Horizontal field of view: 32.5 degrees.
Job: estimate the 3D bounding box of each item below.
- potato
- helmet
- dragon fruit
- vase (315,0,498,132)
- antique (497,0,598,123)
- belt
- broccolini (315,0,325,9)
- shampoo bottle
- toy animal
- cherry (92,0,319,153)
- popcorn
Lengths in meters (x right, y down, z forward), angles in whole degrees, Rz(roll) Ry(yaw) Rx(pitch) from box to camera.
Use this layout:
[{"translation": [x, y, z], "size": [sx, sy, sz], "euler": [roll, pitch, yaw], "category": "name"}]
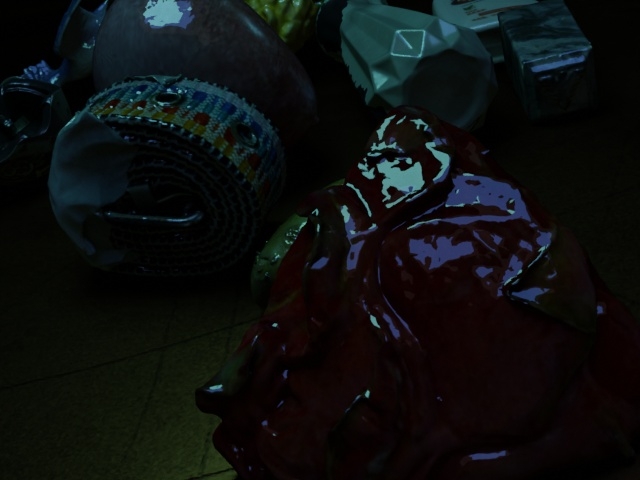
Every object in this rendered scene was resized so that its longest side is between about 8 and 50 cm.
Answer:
[{"translation": [0.000, 0.000, 1.127], "size": [0.085, 0.105, 0.188], "euler": [35, 68, 30], "category": "potato"}, {"translation": [-0.410, -0.135, 1.507], "size": [0.153, 0.107, 0.177], "euler": [23, 67, 41], "category": "helmet"}, {"translation": [0.068, 0.069, 0.868], "size": [0.329, 0.228, 0.286], "euler": [-25, 35, -19], "category": "dragon fruit"}, {"translation": [0.095, -0.235, 1.413], "size": [0.165, 0.165, 0.360], "euler": [-20, 28, -8], "category": "vase"}, {"translation": [0.282, -0.222, 1.360], "size": [0.088, 0.086, 0.183], "euler": [-12, 32, 6], "category": "antique"}, {"translation": [-0.173, -0.072, 1.209], "size": [0.257, 0.207, 0.150], "euler": [4, 34, 15], "category": "belt"}, {"translation": [0.003, -0.390, 1.774], "size": [0.254, 0.057, 0.071], "euler": [-23, 75, -7], "category": "broccolini"}, {"translation": [0.230, -0.333, 1.567], "size": [0.153, 0.071, 0.284], "euler": [-15, 33, -2], "category": "shampoo bottle"}, {"translation": [-0.367, -0.316, 1.722], "size": [0.176, 0.239, 0.255], "euler": [14, 79, -3], "category": "toy animal"}, {"translation": [-0.146, -0.191, 1.346], "size": [0.307, 0.261, 0.221], "euler": [26, 67, 14], "category": "cherry"}, {"translation": [-0.080, -0.313, 1.586], "size": [0.180, 0.180, 0.170], "euler": [-32, 37, -24], "category": "popcorn"}]
